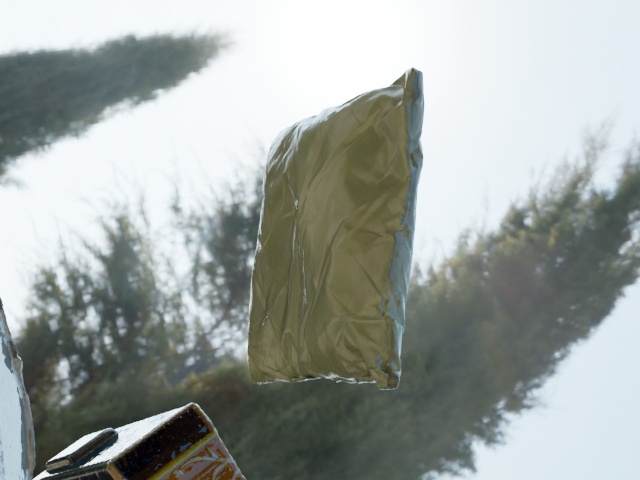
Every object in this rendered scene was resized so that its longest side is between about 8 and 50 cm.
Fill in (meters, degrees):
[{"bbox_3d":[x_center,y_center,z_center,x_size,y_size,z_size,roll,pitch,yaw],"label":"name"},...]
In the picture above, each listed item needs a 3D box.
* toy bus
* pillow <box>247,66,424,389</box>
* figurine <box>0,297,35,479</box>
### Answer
[{"bbox_3d":[-0.237,0.338,1.293,0.323,0.162,0.194,-25,-83,51],"label":"toy bus"},{"bbox_3d":[0.001,-0.001,0.934,0.281,0.076,0.274,-13,-113,62],"label":"pillow"},{"bbox_3d":[-0.278,0.152,0.661,0.166,0.141,0.250,-92,-179,-80],"label":"figurine"}]
